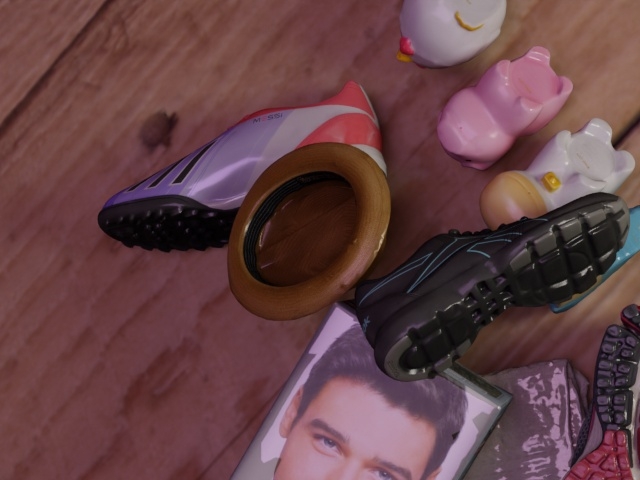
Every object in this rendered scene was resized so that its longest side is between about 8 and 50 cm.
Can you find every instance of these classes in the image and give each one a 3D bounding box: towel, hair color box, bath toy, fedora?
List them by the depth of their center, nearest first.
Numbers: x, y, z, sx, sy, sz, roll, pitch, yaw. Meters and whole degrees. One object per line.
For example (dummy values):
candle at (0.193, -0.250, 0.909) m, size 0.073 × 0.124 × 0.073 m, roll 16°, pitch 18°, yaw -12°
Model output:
hair color box at (0.006, 0.261, 1.669) m, size 0.185 × 0.113 × 0.374 m, roll 32°, pitch 96°, yaw 11°
fedora at (0.000, 0.000, 1.696) m, size 0.194 × 0.079 × 0.194 m, roll -17°, pitch 59°, yaw 31°
bath toy at (0.179, -0.105, 1.703) m, size 0.348 × 0.151 × 0.129 m, roll 59°, pitch 148°, yaw 15°
towel at (0.136, 0.225, 1.722) m, size 0.282 × 0.049 × 0.187 m, roll -11°, pitch 79°, yaw 21°

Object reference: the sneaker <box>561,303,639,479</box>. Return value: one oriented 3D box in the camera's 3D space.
sneaker at (0.289, 0.208, 1.613) m, size 0.121 × 0.112 × 0.299 m, roll 17°, pitch 84°, yaw 14°

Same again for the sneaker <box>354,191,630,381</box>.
sneaker at (0.150, 0.019, 1.579) m, size 0.267 × 0.101 × 0.106 m, roll -28°, pitch 44°, yaw -5°

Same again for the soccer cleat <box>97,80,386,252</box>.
soccer cleat at (-0.084, -0.073, 1.820) m, size 0.318 × 0.108 × 0.116 m, roll -15°, pitch 63°, yaw 20°
